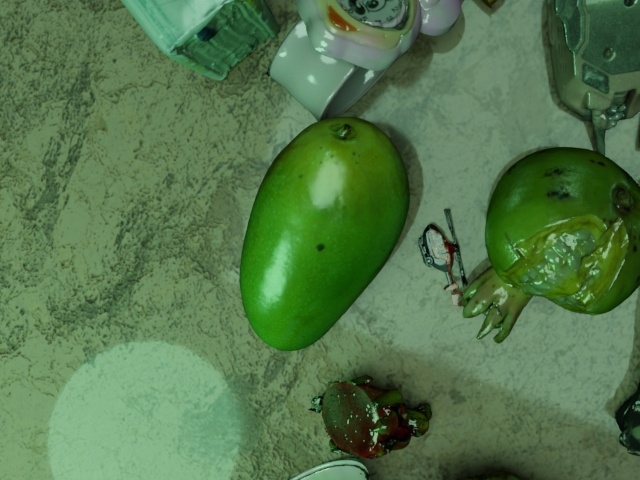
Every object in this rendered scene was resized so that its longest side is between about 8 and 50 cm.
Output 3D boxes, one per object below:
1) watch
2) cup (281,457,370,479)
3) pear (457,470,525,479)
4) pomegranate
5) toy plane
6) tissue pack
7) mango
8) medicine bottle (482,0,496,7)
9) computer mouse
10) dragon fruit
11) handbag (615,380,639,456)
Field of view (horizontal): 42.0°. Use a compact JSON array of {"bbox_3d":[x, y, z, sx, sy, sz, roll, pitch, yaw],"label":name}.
[{"bbox_3d":[0.041,-0.293,1.162,0.211,0.217,0.248,43,60,3],"label":"watch"},{"bbox_3d":[0.024,0.506,1.239,0.253,0.253,0.274,-28,99,13],"label":"cup"},{"bbox_3d":[0.264,0.487,1.167,0.269,0.269,0.321,-25,83,13],"label":"pear"},{"bbox_3d":[0.309,0.016,1.140,0.236,0.236,0.302,42,129,4],"label":"pomegranate"},{"bbox_3d":[0.185,0.030,1.244,0.060,0.037,0.145,-18,88,3],"label":"toy plane"},{"bbox_3d":[-0.237,-0.424,1.152,0.162,0.287,0.388,-37,89,7],"label":"tissue pack"},{"bbox_3d":[0.000,0.000,1.192,0.201,0.225,0.382,30,120,21],"label":"mango"},{"bbox_3d":[0.277,-0.421,1.142,0.192,0.096,0.096,-42,87,13],"label":"medicine bottle"},{"bbox_3d":[0.394,-0.304,1.126,0.199,0.115,0.389,-6,116,-2],"label":"computer mouse"},{"bbox_3d":[0.079,0.275,1.259,0.175,0.142,0.138,7,127,-19],"label":"dragon fruit"},{"bbox_3d":[0.579,0.123,1.117,0.316,0.180,0.416,6,103,19],"label":"handbag"}]
